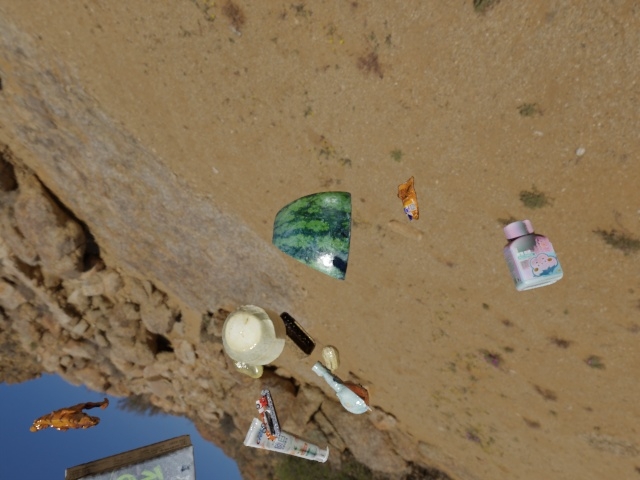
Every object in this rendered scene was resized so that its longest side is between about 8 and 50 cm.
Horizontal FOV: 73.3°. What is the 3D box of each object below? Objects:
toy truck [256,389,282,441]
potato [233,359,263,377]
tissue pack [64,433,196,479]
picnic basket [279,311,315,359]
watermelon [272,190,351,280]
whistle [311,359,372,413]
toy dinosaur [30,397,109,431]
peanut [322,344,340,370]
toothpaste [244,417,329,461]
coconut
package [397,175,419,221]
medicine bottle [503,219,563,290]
[{"bbox_3d":[-0.090,0.300,0.741,0.024,0.032,0.083,50,-171,-48],"label":"toy truck"},{"bbox_3d":[-0.300,0.521,1.806,0.137,0.092,0.070,24,-162,8],"label":"potato"},{"bbox_3d":[-0.614,0.849,1.432,0.124,0.394,0.288,-165,71,-63],"label":"tissue pack"},{"bbox_3d":[-0.107,0.373,1.682,0.193,0.110,0.055,46,118,-2],"label":"picnic basket"},{"bbox_3d":[-0.014,0.017,1.445,0.282,0.251,0.293,1,139,21],"label":"watermelon"},{"bbox_3d":[0.110,0.707,2.076,0.346,0.134,0.142,38,-176,10],"label":"whistle"},{"bbox_3d":[-0.875,0.641,1.578,0.432,0.097,0.208,-21,161,26],"label":"toy dinosaur"},{"bbox_3d":[0.049,0.514,1.891,0.080,0.080,0.175,22,143,28],"label":"peanut"},{"bbox_3d":[-0.120,0.749,1.594,0.323,0.100,0.066,25,172,-18],"label":"toothpaste"},{"bbox_3d":[-0.221,0.324,1.477,0.202,0.202,0.222,25,171,20],"label":"coconut"},{"bbox_3d":[0.225,-0.102,1.096,0.077,0.033,0.111,118,139,-82],"label":"package"},{"bbox_3d":[0.601,0.039,1.246,0.119,0.188,0.094,-14,160,4],"label":"medicine bottle"}]
